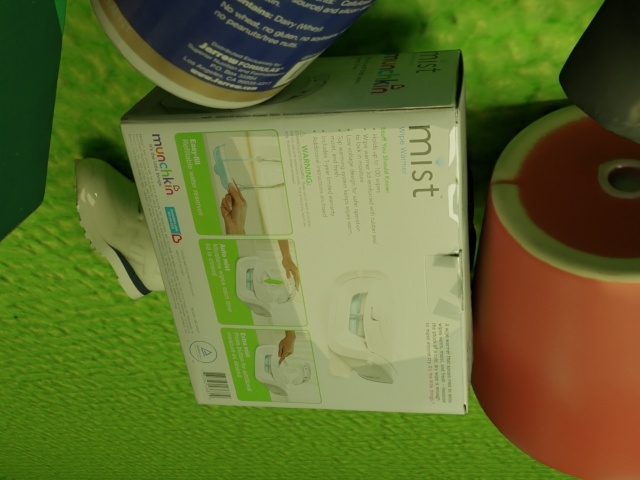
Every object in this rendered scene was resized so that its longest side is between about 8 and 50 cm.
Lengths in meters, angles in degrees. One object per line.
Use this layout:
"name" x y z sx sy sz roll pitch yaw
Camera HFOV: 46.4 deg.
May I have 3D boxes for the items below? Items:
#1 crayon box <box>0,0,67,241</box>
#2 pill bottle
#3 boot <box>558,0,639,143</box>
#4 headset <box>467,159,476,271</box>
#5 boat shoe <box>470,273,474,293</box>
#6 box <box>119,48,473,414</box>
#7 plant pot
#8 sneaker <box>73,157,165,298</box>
"crayon box" -0.303 -0.185 0.349 0.363 0.106 0.313 24 128 1
"pill bottle" -0.008 -0.196 0.392 0.153 0.153 0.264 25 145 -27
"boot" 0.214 -0.221 0.295 0.367 0.146 0.445 11 148 -6
"headset" 0.041 -0.005 0.760 0.243 0.185 0.394 -7 131 17
"boat shoe" 0.258 0.078 0.852 0.258 0.095 0.084 0 118 -13
"box" 0.000 0.000 0.584 0.231 0.127 0.262 -2 121 12
"plant pot" 0.252 0.032 0.635 0.275 0.275 0.243 -2 138 17
"sneaker" -0.196 -0.018 0.818 0.094 0.090 0.235 -9 151 4
